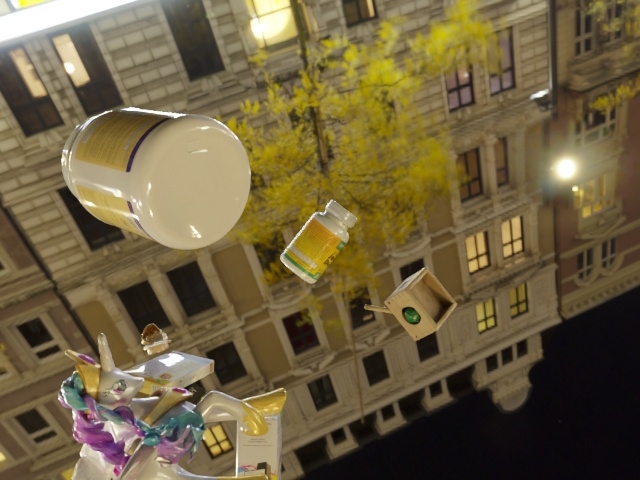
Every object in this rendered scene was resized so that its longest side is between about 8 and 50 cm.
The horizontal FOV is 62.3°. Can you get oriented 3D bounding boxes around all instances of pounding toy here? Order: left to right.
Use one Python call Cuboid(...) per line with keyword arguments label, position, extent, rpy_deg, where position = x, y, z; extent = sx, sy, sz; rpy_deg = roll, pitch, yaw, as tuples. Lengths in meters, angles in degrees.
Cuboid(label="pounding toy", position=(0.198, 0.143, 1.161), extent=(0.141, 0.130, 0.100), rpy_deg=(-36, 176, -45))

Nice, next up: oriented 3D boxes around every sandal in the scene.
Cuboid(label="sandal", position=(-0.515, 0.298, 1.649), extent=(0.088, 0.079, 0.240), rpy_deg=(-15, 180, -19))

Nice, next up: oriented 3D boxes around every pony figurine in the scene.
Cuboid(label="pony figurine", position=(-0.270, 0.346, 0.846), extent=(0.350, 0.364, 0.303), rpy_deg=(-65, -157, 5))

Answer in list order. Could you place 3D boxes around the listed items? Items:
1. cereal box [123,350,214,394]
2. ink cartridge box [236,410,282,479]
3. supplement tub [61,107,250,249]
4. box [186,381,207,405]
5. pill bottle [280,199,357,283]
Cuboid(label="cereal box", position=(-0.471, 0.410, 1.645), extent=(0.173, 0.047, 0.240), rpy_deg=(7, -172, 26))
Cuboid(label="ink cartridge box", position=(-0.176, 0.636, 1.547), extent=(0.117, 0.277, 0.201), rpy_deg=(1, 175, 0))
Cuboid(label="supplement tub", position=(-0.324, -0.128, 1.018), extent=(0.332, 0.240, 0.241), rpy_deg=(16, -136, 40))
Cuboid(label="box", position=(-0.364, 0.460, 1.530), extent=(0.052, 0.083, 0.062), rpy_deg=(32, -121, 14))
Cuboid(label="pill bottle", position=(0.000, 0.000, 1.392), extent=(0.208, 0.118, 0.117), rpy_deg=(-52, -145, 2))
